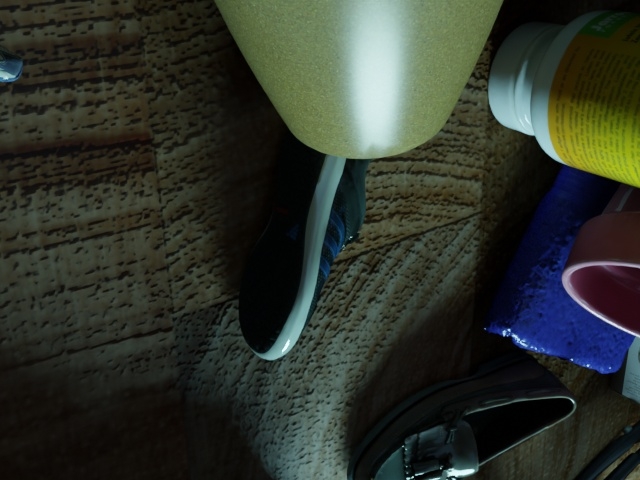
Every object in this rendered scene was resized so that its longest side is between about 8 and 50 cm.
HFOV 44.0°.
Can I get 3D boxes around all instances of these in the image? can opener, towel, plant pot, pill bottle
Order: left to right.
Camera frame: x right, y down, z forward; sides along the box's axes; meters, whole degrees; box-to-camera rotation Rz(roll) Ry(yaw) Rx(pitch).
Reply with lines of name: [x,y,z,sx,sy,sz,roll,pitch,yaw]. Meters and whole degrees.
plant pot: [0.023,-0.184,0.472,0.237,0.237,0.254,-33,141,-23]
towel: [0.308,-0.018,0.858,0.227,0.076,0.308,20,97,-35]
can opener: [0.425,0.296,1.101,0.186,0.059,0.073,-29,152,-14]
pill bottle: [0.264,-0.116,0.655,0.136,0.245,0.136,-16,119,-33]
plant pot: [0.350,-0.010,0.735,0.201,0.201,0.180,41,68,-42]

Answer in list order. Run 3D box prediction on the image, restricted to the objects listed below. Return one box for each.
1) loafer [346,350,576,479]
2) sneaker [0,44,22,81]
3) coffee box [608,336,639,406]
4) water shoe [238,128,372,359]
loafer: [0.152,0.194,0.813,0.267,0.084,0.096,-23,122,-29]
sneaker: [-0.209,-0.129,0.407,0.135,0.052,0.058,31,85,-43]
coffee box: [0.471,0.089,1.010,0.141,0.098,0.247,-9,114,-37]
water shoe: [0.000,0.000,0.615,0.080,0.073,0.203,7,106,-42]
